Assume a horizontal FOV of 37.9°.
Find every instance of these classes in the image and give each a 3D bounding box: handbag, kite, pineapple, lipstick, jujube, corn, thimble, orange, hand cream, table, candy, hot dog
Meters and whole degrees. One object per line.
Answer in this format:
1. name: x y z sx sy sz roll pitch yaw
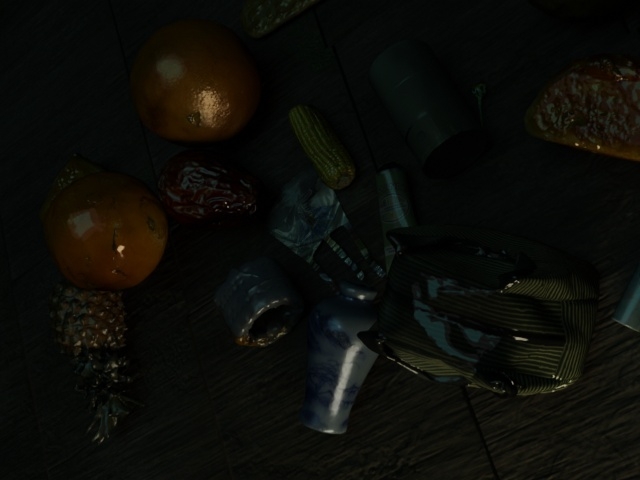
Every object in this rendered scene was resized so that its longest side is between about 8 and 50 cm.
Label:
1. handbag: 0.232 0.103 1.428 0.340 0.240 0.247 18 95 35
2. kite: 0.001 0.000 1.755 0.169 0.015 0.310 -44 55 18
3. pineapple: -0.467 0.248 1.936 0.169 0.169 0.341 -27 66 27
4. lipstick: 0.486 0.056 1.377 0.048 0.048 0.158 29 96 36
5. jujube: -0.209 -0.094 1.844 0.236 0.168 0.168 12 85 28
6. corn: 0.001 -0.180 1.767 0.072 0.072 0.203 -43 57 19
7. thimble: -0.114 0.115 1.736 0.151 0.127 0.118 -43 56 18
8. orange: -0.425 -0.017 1.870 0.246 0.246 0.246 -10 73 33
9. hand cream: 0.140 -0.029 1.644 0.086 0.055 0.235 -15 77 31
10. orange: -0.248 -0.310 1.857 0.261 0.261 0.261 -10 73 33
11. table: 0.184 -0.229 1.614 0.126 0.126 0.220 -40 59 21
12. candy: 0.279 -0.234 1.617 0.023 0.025 0.083 -20 74 60
13. hot dog: 0.449 -0.205 1.412 0.256 0.150 0.153 19 99 37

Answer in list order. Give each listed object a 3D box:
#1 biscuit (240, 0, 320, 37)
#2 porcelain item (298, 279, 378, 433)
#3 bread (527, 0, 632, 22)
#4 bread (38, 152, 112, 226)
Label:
1. biscuit: -0.069 -0.505 1.922 0.247 0.029 0.118 -26 64 28
2. porcelain item: 0.036 0.199 1.610 0.141 0.141 0.259 19 99 37
3. bread: 0.435 -0.454 1.497 0.230 0.123 0.230 -14 67 37
4. bread: -0.510 -0.066 2.084 0.235 0.099 0.210 39 103 30
